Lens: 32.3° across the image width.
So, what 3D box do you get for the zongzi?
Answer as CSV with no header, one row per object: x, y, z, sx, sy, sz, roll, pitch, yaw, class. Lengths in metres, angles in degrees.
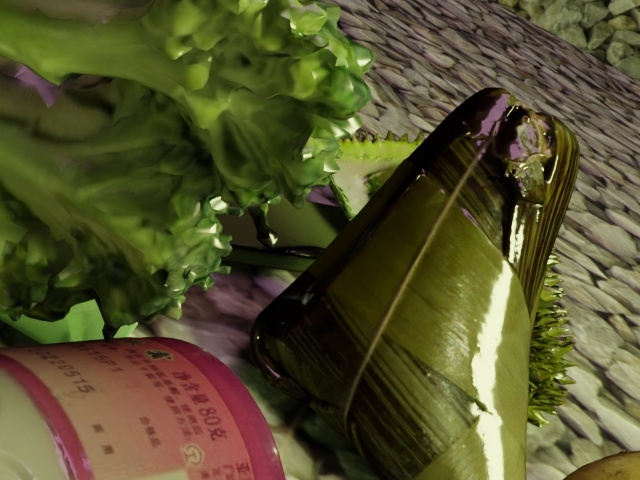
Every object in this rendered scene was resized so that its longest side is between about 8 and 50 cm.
0.139,0.075,0.814,0.317,0.289,0.154,47,12,26,zongzi

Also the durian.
0.133,0.027,1.080,0.169,0.158,0.352,-23,63,-21,durian

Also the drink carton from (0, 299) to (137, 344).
-0.186,0.010,0.760,0.142,0.144,0.146,33,23,-16,drink carton

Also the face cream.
-0.138,0.135,0.507,0.195,0.175,0.175,1,37,-50,face cream

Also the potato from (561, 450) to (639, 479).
0.238,0.224,0.817,0.176,0.137,0.137,-2,40,-47,potato

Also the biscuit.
0.000,0.000,1.081,0.322,0.038,0.099,7,38,-41,biscuit

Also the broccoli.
-0.220,-0.114,0.497,0.397,0.353,0.275,20,44,-29,broccoli
